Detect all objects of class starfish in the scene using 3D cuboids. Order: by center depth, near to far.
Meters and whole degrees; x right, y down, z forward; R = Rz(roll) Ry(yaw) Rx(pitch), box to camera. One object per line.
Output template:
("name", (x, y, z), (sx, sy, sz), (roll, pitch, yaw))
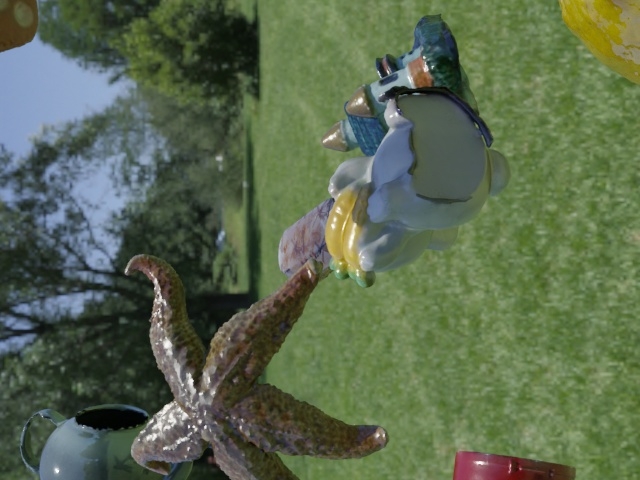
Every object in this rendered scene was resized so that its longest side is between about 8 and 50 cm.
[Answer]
("starfish", (-0.102, 0.172, 0.938), (0.375, 0.327, 0.094), (61, -158, 4))

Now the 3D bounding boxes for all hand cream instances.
("hand cream", (0.347, 0.469, 1.563), (0.230, 0.230, 0.149), (106, 171, -72))

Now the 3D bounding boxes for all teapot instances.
("teapot", (-0.303, 0.308, 1.241), (0.193, 0.295, 0.129), (-18, -66, -72))

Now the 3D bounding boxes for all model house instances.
("model house", (0.121, -0.242, 1.497), (0.184, 0.291, 0.253), (59, -164, -25))

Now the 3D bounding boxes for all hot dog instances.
("hot dog", (0.000, 0.000, 1.462), (0.253, 0.069, 0.131), (144, 130, -57))

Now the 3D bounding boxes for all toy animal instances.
("toy animal", (0.113, -0.060, 1.163), (0.182, 0.247, 0.310), (60, 158, 16))

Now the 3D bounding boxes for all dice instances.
("dice", (-0.593, -0.395, 1.431), (0.174, 0.175, 0.179), (-43, -56, -54))

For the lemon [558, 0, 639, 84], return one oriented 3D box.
("lemon", (0.363, -0.272, 0.806), (0.316, 0.286, 0.285), (-118, 26, -55))
